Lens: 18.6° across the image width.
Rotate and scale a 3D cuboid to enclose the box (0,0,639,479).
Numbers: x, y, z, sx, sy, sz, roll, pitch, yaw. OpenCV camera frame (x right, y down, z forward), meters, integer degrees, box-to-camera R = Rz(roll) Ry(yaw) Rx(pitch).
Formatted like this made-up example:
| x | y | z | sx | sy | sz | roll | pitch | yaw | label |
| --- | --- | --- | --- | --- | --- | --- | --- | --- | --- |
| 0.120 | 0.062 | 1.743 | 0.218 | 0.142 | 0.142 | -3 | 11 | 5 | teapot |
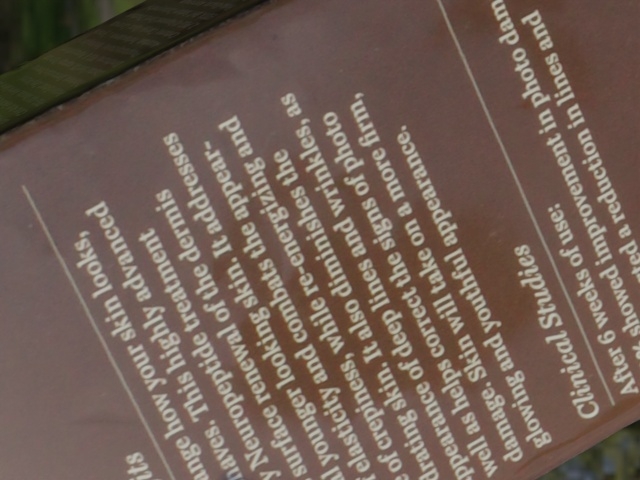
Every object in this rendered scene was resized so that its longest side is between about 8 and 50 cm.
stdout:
| x | y | z | sx | sy | sz | roll | pitch | yaw | label |
| --- | --- | --- | --- | --- | --- | --- | --- | --- | --- |
| 0.000 | 0.000 | 0.675 | 0.191 | 0.381 | 0.143 | 66 | -14 | -16 | box |
